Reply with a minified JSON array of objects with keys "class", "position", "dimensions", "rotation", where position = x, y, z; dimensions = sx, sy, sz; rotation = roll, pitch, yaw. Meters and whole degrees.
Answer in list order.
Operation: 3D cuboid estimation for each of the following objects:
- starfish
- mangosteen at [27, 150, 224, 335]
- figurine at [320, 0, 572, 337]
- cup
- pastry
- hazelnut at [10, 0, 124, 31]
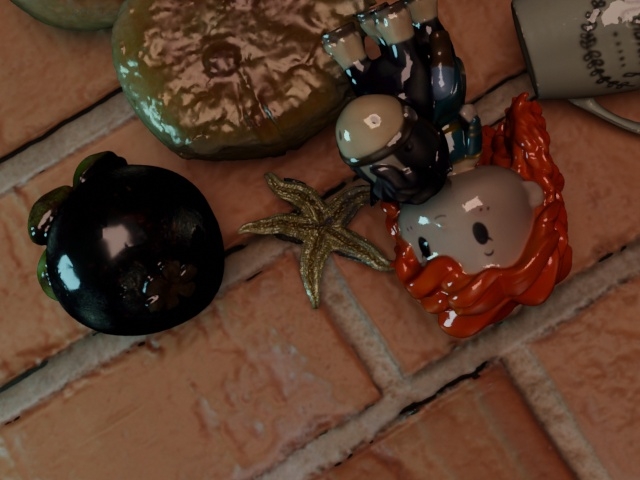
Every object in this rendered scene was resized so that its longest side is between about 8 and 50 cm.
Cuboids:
[{"class":"starfish","position":[0.000,0.000,1.451],"dimensions":[0.208,0.053,0.176],"rotation":[11,84,8]},{"class":"mangosteen","position":[-0.244,0.005,1.399],"dimensions":[0.243,0.243,0.243],"rotation":[-1,82,4]},{"class":"figurine","position":[0.141,-0.094,1.312],"dimensions":[0.241,0.412,0.306],"rotation":[-23,40,17]},{"class":"cup","position":[0.378,-0.237,1.414],"dimensions":[0.234,0.186,0.258],"rotation":[-18,109,10]},{"class":"pastry","position":[-0.101,-0.249,1.410],"dimensions":[0.329,0.136,0.330],"rotation":[0,80,1]},{"class":"hazelnut","position":[-0.322,-0.370,1.469],"dimensions":[0.214,0.176,0.214],"rotation":[14,52,-18]}]
